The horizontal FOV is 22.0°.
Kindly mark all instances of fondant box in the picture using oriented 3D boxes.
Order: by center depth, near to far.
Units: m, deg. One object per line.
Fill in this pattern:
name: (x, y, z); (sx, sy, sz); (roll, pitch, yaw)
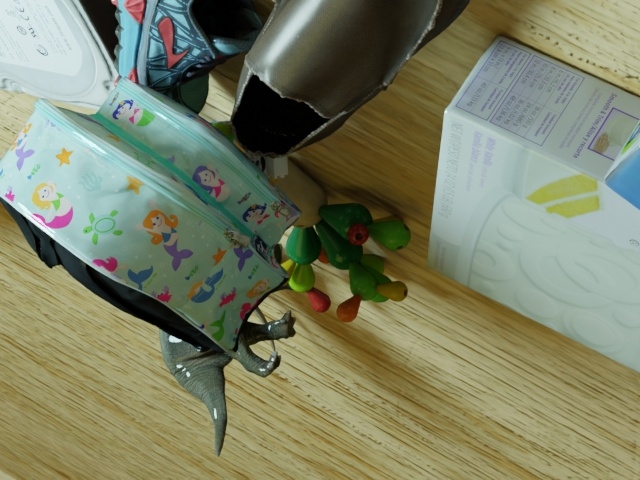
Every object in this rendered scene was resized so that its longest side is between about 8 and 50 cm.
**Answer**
fondant box: (0.257, -0.001, 1.352); (0.330, 0.096, 0.238); (26, 151, 15)

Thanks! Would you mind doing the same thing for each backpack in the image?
backpack: (-0.156, -0.029, 1.442); (0.225, 0.191, 0.253); (35, -176, 35)

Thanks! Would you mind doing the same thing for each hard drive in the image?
hard drive: (-0.328, -0.246, 1.655); (0.339, 0.064, 0.237); (15, 146, 35)

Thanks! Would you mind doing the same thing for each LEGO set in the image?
LEGO set: (-0.090, -0.070, 1.605); (0.227, 0.087, 0.093); (2, 97, 44)

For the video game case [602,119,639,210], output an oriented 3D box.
video game case: (0.343, -0.054, 1.011); (0.269, 0.244, 0.061); (36, 154, -2)

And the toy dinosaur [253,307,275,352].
toy dinosaur: (-0.123, 0.034, 1.887); (0.211, 0.064, 0.112); (37, 172, 17)

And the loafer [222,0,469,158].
loafer: (0.017, -0.159, 1.331); (0.134, 0.130, 0.366); (35, 153, 1)

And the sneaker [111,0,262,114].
sneaker: (-0.115, -0.181, 1.476); (0.125, 0.104, 0.262); (25, 151, 15)

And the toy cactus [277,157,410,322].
toy cactus: (0.000, 0.000, 1.652); (0.180, 0.112, 0.219); (50, 159, -7)

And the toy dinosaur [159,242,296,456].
toy dinosaur: (-0.112, 0.077, 1.773); (0.160, 0.314, 0.121); (-1, 171, 19)
